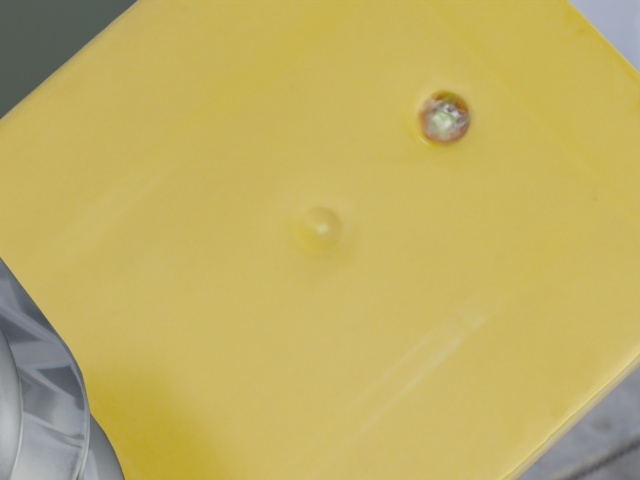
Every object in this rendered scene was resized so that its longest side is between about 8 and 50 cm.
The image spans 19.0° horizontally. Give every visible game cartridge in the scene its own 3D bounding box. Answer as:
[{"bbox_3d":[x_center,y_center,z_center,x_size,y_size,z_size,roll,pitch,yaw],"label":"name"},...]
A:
[{"bbox_3d":[0.000,0.000,0.890,0.323,0.053,0.285,-41,80,-5],"label":"game cartridge"}]

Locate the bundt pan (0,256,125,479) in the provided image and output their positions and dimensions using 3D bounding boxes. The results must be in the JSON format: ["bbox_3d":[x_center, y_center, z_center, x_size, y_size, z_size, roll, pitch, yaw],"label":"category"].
[{"bbox_3d":[-0.190,0.135,0.581,0.331,0.331,0.124,-17,42,-40],"label":"bundt pan"}]

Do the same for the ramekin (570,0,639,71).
[{"bbox_3d":[0.247,-0.192,1.242,0.135,0.277,0.277,21,32,-30],"label":"ramekin"}]
